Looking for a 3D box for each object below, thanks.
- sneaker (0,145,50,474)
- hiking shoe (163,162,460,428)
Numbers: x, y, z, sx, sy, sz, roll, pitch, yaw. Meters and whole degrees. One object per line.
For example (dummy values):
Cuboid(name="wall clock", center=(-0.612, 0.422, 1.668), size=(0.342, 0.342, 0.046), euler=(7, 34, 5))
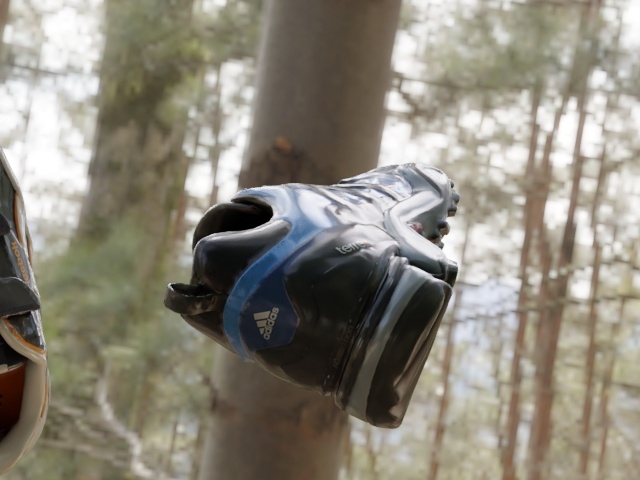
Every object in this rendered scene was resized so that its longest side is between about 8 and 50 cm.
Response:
Cuboid(name="sneaker", center=(-0.278, 0.032, 1.196), size=(0.126, 0.321, 0.127), euler=(-16, 22, -2))
Cuboid(name="hiking shoe", center=(0.000, 0.000, 0.857), size=(0.132, 0.113, 0.304), euler=(22, 10, -2))
